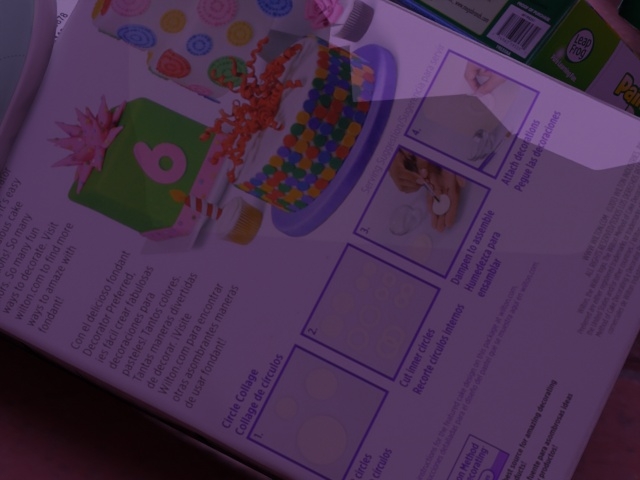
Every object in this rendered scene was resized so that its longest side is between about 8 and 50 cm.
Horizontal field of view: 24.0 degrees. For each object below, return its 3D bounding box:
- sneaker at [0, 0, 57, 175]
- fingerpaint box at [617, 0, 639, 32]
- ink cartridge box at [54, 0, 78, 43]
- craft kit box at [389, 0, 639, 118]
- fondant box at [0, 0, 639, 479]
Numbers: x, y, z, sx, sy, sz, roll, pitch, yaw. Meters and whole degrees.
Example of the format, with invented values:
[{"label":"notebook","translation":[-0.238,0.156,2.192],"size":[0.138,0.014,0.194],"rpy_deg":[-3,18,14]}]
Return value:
[{"label":"sneaker","translation":[-0.207,-0.093,0.700],"size":[0.094,0.151,0.256],"rpy_deg":[-4,67,23]},{"label":"fingerpaint box","translation":[0.524,-0.140,1.164],"size":[0.371,0.163,0.445],"rpy_deg":[-17,52,-41]},{"label":"ink cartridge box","translation":[-0.182,-0.128,0.943],"size":[0.219,0.092,0.160],"rpy_deg":[24,40,4]},{"label":"craft kit box","translation":[0.120,-0.117,0.938],"size":[0.250,0.061,0.247],"rpy_deg":[40,2,42]},{"label":"fondant box","translation":[0.000,0.000,0.780],"size":[0.330,0.096,0.238],"rpy_deg":[27,80,6]}]
